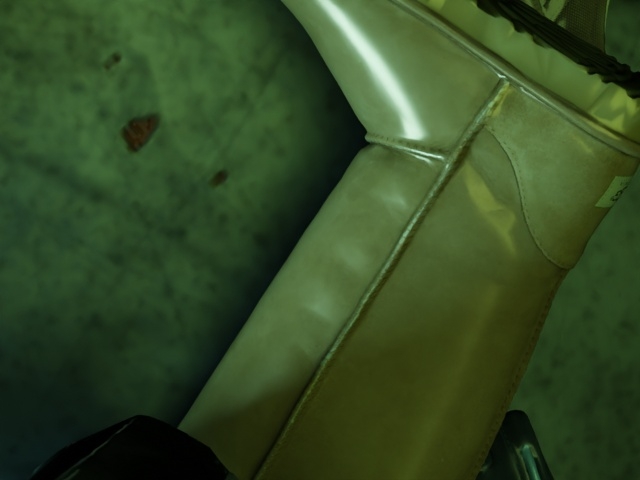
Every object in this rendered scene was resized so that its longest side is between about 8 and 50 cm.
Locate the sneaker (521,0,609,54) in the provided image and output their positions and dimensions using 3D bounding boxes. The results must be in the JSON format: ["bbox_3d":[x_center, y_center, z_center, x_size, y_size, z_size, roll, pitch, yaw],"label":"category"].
[{"bbox_3d":[0.098,-0.143,0.813,0.071,0.066,0.188,-21,109,-28],"label":"sneaker"}]

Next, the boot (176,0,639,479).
[{"bbox_3d":[0.000,0.000,0.778,0.236,0.089,0.269,36,108,19],"label":"boot"}]

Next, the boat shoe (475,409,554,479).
[{"bbox_3d":[0.141,0.195,0.844,0.089,0.109,0.258,-37,109,5],"label":"boat shoe"}]

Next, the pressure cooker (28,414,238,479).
[{"bbox_3d":[-0.081,0.320,0.639,0.370,0.375,0.420,-35,89,-10],"label":"pressure cooker"}]
